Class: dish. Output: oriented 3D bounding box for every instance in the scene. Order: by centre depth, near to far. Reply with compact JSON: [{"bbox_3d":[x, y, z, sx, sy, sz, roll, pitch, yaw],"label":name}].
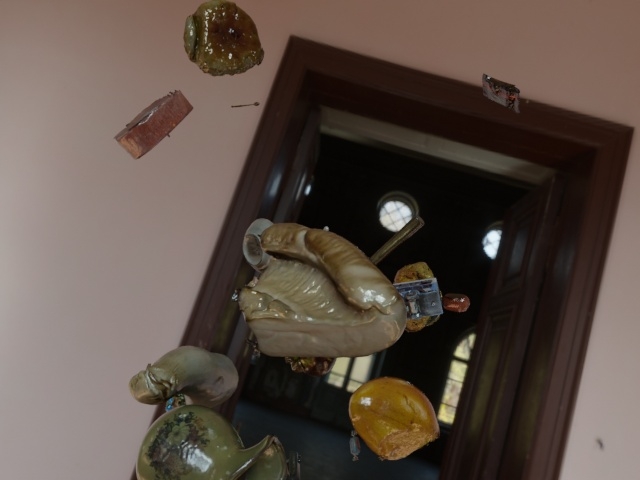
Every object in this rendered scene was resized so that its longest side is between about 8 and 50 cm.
[{"bbox_3d":[-0.275,0.035,2.444,0.260,0.261,0.085,6,12,44],"label":"dish"}]

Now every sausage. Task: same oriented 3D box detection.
[{"bbox_3d":[0.458,0.210,1.858,0.094,0.054,0.059,3,20,37],"label":"sausage"}]

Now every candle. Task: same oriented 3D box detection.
[{"bbox_3d":[-0.585,-0.433,2.013,0.287,0.317,0.131,-31,-63,18],"label":"candle"}]

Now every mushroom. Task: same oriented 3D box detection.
[{"bbox_3d":[0.028,0.110,1.303,0.397,0.314,0.224,-3,-43,26],"label":"mushroom"},{"bbox_3d":[-0.331,0.348,1.382,0.126,0.177,0.397,39,-10,22],"label":"mushroom"}]

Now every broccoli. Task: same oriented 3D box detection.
[{"bbox_3d":[-0.427,0.547,1.756,0.154,0.160,0.167,32,-57,-8],"label":"broccoli"}]

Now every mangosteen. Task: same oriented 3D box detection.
[{"bbox_3d":[-0.043,0.419,2.068,0.217,0.192,0.192,1,-2,-31],"label":"mangosteen"}]

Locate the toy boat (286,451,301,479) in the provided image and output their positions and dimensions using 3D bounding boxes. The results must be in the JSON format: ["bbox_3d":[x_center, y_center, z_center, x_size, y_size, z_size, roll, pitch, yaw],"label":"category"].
[{"bbox_3d":[-0.100,0.854,2.033,0.060,0.141,0.055,-6,-58,0],"label":"toy boat"}]

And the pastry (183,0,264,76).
[{"bbox_3d":[-0.266,-0.555,1.537,0.228,0.219,0.100,24,-16,-31],"label":"pastry"}]

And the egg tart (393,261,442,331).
[{"bbox_3d":[0.412,0.240,2.298,0.132,0.297,0.297,15,-9,-32],"label":"egg tart"}]

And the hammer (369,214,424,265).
[{"bbox_3d":[0.219,0.064,2.080,0.168,0.440,0.044,20,35,-43],"label":"hammer"}]

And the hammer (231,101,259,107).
[{"bbox_3d":[-0.257,-0.462,1.883,0.029,0.014,0.123,2,17,40],"label":"hammer"}]

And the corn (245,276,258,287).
[{"bbox_3d":[-0.177,0.283,2.245,0.335,0.126,0.127,46,-9,9],"label":"corn"}]

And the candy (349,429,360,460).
[{"bbox_3d":[0.100,0.581,1.565,0.030,0.083,0.020,-27,-42,30],"label":"candy"}]

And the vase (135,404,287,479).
[{"bbox_3d":[-0.278,0.551,1.239,0.302,0.329,0.241,11,-41,31],"label":"vase"}]

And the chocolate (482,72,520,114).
[{"bbox_3d":[0.536,-0.440,1.644,0.182,0.028,0.086,51,-17,49],"label":"chocolate"}]

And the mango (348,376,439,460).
[{"bbox_3d":[0.165,0.416,1.331,0.257,0.187,0.138,49,-5,-34],"label":"mango"}]

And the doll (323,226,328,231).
[{"bbox_3d":[0.004,-0.006,2.469,0.071,0.135,0.113,38,34,24],"label":"doll"}]

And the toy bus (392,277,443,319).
[{"bbox_3d":[0.268,0.212,1.907,0.297,0.106,0.131,-10,20,17],"label":"toy bus"}]
